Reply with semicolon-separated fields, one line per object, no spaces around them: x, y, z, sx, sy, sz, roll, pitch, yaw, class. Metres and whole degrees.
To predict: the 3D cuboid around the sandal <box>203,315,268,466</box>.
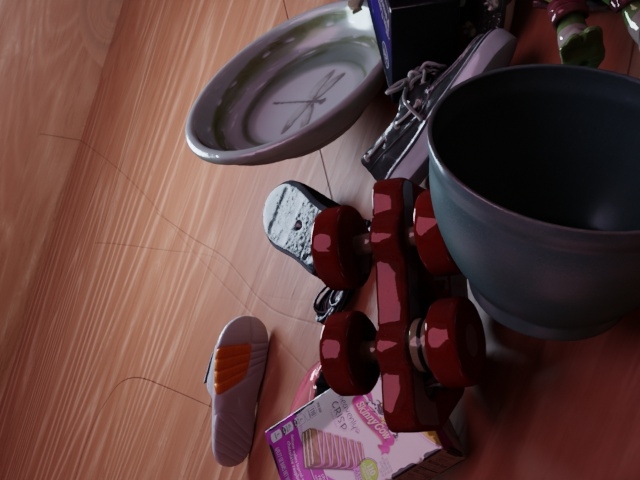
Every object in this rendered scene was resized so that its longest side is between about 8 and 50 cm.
-0.164;0.262;1.769;0.076;0.102;0.265;-1;79;58;sandal

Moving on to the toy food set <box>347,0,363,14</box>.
0.073;-0.429;1.686;0.078;0.019;0.122;-29;34;8;toy food set

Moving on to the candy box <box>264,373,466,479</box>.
0.053;0.266;1.307;0.233;0.071;0.159;-36;54;18;candy box

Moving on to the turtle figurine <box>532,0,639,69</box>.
0.297;-0.336;1.115;0.274;0.198;0.266;-52;42;42;turtle figurine

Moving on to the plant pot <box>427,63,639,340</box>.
0.247;-0.023;1.021;0.293;0.293;0.196;-114;20;-48;plant pot

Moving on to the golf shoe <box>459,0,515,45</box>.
0.247;-0.387;1.333;0.105;0.120;0.272;28;125;54;golf shoe

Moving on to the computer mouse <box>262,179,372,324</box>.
0.000;0.000;1.636;0.272;0.072;0.188;45;115;44;computer mouse

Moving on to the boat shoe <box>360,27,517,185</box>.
0.150;-0.187;1.365;0.105;0.113;0.306;46;139;12;boat shoe

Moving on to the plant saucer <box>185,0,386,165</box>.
-0.032;-0.240;1.650;0.400;0.100;0.400;-22;36;17;plant saucer

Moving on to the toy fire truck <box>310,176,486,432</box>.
0.125;0.075;1.196;0.169;0.254;0.302;-10;77;28;toy fire truck

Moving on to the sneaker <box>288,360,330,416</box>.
-0.003;0.320;1.480;0.136;0.116;0.313;163;124;-69;sneaker

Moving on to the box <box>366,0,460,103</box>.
0.125;-0.357;1.443;0.184;0.103;0.261;79;-179;-54;box
